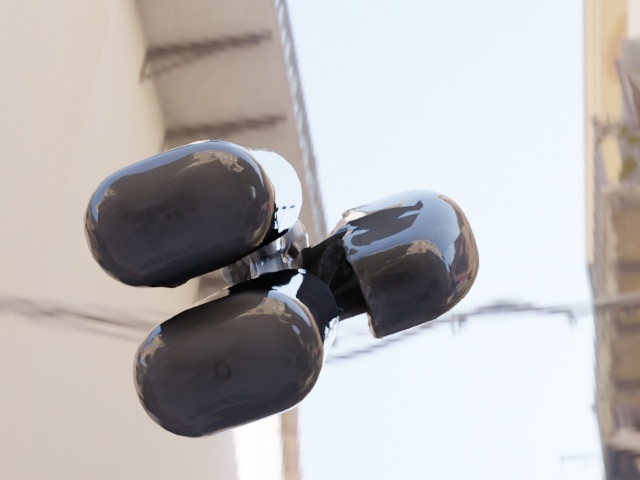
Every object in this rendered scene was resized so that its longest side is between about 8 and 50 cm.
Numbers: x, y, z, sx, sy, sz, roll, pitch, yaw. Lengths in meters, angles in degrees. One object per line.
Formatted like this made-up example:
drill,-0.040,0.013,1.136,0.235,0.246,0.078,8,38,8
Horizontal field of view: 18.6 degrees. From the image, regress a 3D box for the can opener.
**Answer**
can opener,0.000,0.000,0.582,0.095,0.283,0.076,-18,-89,2
